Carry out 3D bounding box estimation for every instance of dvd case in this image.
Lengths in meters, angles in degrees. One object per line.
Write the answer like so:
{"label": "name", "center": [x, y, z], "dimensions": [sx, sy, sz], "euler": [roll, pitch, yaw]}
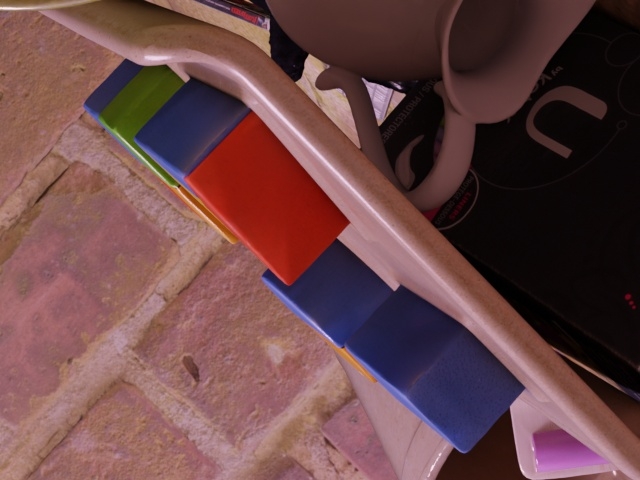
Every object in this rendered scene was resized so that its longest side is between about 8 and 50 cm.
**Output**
{"label": "dvd case", "center": [-0.059, -0.209, 1.722], "dimensions": [0.119, 0.013, 0.087], "euler": [23, -169, 27]}

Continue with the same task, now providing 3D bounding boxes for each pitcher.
{"label": "pitcher", "center": [0.041, -0.123, 1.057], "dimensions": [0.125, 0.178, 0.207], "euler": [22, -172, -41]}

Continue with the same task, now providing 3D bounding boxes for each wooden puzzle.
{"label": "wooden puzzle", "center": [0.000, 0.000, 0.961], "dimensions": [0.348, 0.080, 0.322], "euler": [40, 177, -21]}

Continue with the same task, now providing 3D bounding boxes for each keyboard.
{"label": "keyboard", "center": [0.038, -0.155, 1.777], "dimensions": [0.072, 0.014, 0.256], "euler": [41, 176, 3]}

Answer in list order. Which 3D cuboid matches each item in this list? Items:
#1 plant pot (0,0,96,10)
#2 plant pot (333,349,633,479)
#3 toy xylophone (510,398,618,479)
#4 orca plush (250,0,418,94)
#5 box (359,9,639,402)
{"label": "plant pot", "center": [-0.083, -0.220, 0.839], "dimensions": [0.276, 0.276, 0.254], "euler": [40, -174, 12]}
{"label": "plant pot", "center": [0.169, 0.138, 1.861], "dimensions": [0.334, 0.334, 0.305], "euler": [45, -176, -44]}
{"label": "toy xylophone", "center": [0.151, 0.047, 1.259], "dimensions": [0.322, 0.236, 0.081], "euler": [-66, -32, -63]}
{"label": "orca plush", "center": [0.011, -0.153, 1.458], "dimensions": [0.287, 0.102, 0.151], "euler": [41, 175, 0]}
{"label": "box", "center": [0.172, -0.015, 1.058], "dimensions": [0.270, 0.165, 0.143], "euler": [35, 174, 47]}
